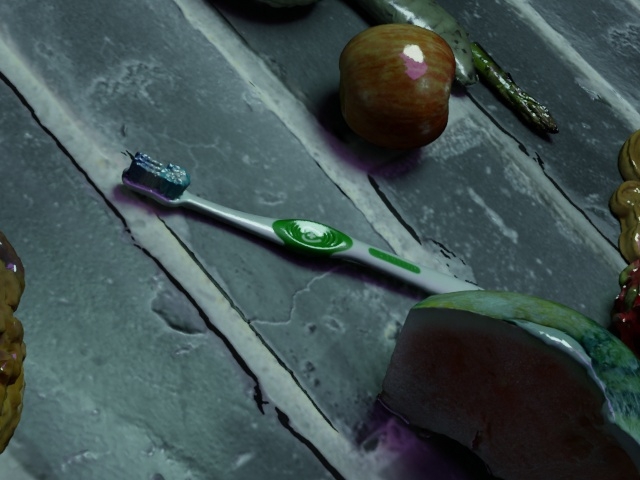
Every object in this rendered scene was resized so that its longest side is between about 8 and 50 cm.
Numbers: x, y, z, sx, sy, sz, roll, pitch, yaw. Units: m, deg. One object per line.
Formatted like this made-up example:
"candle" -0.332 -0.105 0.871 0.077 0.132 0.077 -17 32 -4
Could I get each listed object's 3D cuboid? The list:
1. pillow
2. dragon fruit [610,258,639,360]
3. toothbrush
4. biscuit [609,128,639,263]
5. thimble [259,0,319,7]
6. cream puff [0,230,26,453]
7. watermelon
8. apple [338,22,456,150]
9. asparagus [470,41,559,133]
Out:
"pillow" 0.120 -0.290 1.306 0.241 0.051 0.093 41 53 6
"dragon fruit" 0.419 0.069 1.128 0.172 0.167 0.160 -52 132 -33
"toothbrush" -0.002 0.003 1.039 0.418 0.040 0.042 22 48 -18
"biscuit" 0.467 -0.049 1.322 0.202 0.044 0.288 39 45 3
"thimble" -0.050 -0.388 1.201 0.219 0.150 0.219 23 47 -27
"cream puff" -0.365 0.062 0.667 0.343 0.231 0.327 43 51 7
"watermelon" 0.216 0.158 0.927 0.305 0.180 0.224 33 3 19
"apple" 0.084 -0.174 1.142 0.131 0.146 0.146 5 52 0
"asparagus" 0.248 -0.194 1.319 0.165 0.030 0.036 46 21 10
